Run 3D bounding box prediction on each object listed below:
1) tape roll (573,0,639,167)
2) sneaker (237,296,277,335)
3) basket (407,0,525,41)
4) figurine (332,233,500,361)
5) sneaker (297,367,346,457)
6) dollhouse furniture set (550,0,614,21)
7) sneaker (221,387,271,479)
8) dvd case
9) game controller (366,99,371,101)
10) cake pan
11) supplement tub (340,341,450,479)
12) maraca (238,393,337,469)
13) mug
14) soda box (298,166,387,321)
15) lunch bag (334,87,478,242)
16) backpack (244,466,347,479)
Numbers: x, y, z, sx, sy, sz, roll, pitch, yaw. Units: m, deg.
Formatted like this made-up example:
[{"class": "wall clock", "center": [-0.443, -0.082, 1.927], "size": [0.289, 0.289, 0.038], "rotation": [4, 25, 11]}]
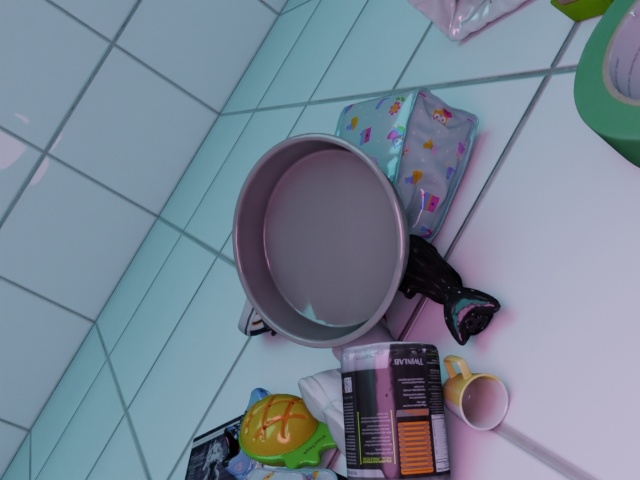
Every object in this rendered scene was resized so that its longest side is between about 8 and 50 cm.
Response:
[{"class": "tape roll", "center": [0.432, -0.224, 0.735], "size": [0.321, 0.077, 0.321], "rotation": [-45, 26, 29]}, {"class": "sneaker", "center": [-0.072, 0.116, 1.269], "size": [0.321, 0.128, 0.126], "rotation": [114, -178, -63]}, {"class": "basket", "center": [0.269, -0.601, 1.200], "size": [0.328, 0.331, 0.266], "rotation": [-21, 41, 54]}, {"class": "figurine", "center": [0.125, 0.121, 0.914], "size": [0.214, 0.092, 0.209], "rotation": [-56, 28, 7]}, {"class": "sneaker", "center": [0.051, 0.236, 0.938], "size": [0.094, 0.080, 0.212], "rotation": [-22, 32, -18]}, {"class": "dollhouse furniture set", "center": [0.436, -0.492, 0.959], "size": [0.301, 0.151, 0.198], "rotation": [-62, 24, -10]}, {"class": "sneaker", "center": [-0.124, 0.322, 1.159], "size": [0.063, 0.073, 0.162], "rotation": [-35, 33, 43]}, {"class": "dvd case", "center": [-0.191, 0.429, 1.209], "size": [0.165, 0.018, 0.221], "rotation": [-33, 34, 32]}, {"class": "game controller", "center": [0.013, -0.161, 1.440], "size": [0.319, 0.067, 0.166], "rotation": [-47, 24, 19]}, {"class": "cake pan", "center": [0.000, 0.000, 0.944], "size": [0.293, 0.054, 0.293], "rotation": [3, 94, 37]}, {"class": "supplement tub", "center": [0.085, 0.215, 0.776], "size": [0.117, 0.117, 0.190], "rotation": [-23, 65, 53]}, {"class": "maraca", "center": [-0.048, 0.289, 1.022], "size": [0.127, 0.099, 0.186], "rotation": [-39, 28, -31]}, {"class": "mug", "center": [0.172, 0.172, 0.782], "size": [0.064, 0.062, 0.078], "rotation": [174, 101, -72]}, {"class": "soda box", "center": [0.021, 0.012, 1.054], "size": [0.083, 0.092, 0.263], "rotation": [-4, 99, 61]}, {"class": "lunch bag", "center": [0.109, -0.095, 1.115], "size": [0.223, 0.160, 0.262], "rotation": [7, 78, 60]}, {"class": "backpack", "center": [-0.036, 0.378, 0.840], "size": [0.166, 0.144, 0.188], "rotation": [-17, 49, 49]}]
